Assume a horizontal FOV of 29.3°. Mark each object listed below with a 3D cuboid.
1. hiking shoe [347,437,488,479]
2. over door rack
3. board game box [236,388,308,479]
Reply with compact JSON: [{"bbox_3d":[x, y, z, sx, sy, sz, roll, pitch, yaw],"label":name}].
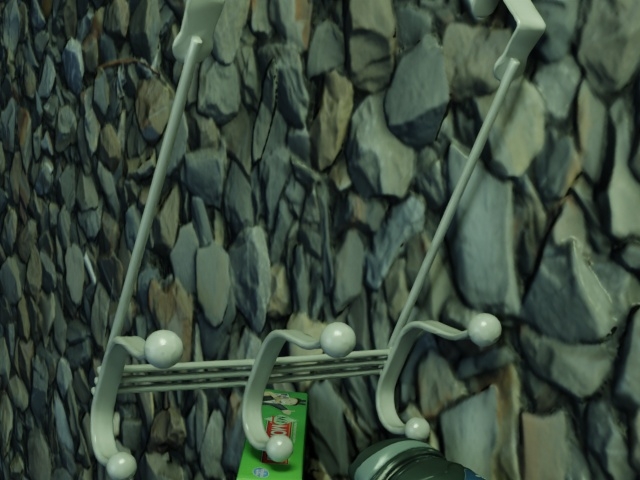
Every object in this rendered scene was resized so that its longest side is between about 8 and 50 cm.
[{"bbox_3d":[0.037,0.277,0.756,0.132,0.113,0.304,13,83,49],"label":"hiking shoe"},{"bbox_3d":[0.000,0.000,0.739,0.108,0.239,0.324,45,129,51],"label":"over door rack"},{"bbox_3d":[-0.042,0.292,0.905,0.213,0.046,0.317,-93,6,-81],"label":"board game box"}]
